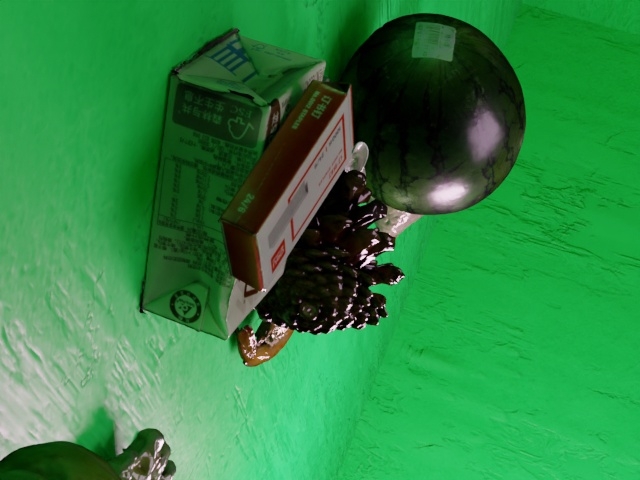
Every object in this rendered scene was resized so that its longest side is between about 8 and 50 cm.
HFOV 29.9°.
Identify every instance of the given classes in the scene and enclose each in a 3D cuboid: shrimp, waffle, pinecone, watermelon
[{"bbox_3d":[-0.092,0.119,1.930,0.150,0.068,0.248,-58,155,-20],"label":"shrimp"},{"bbox_3d":[-0.275,0.399,1.514,0.309,0.056,0.291,-55,160,-41],"label":"waffle"},{"bbox_3d":[0.003,0.000,1.780,0.246,0.246,0.292,92,1,-53],"label":"pinecone"},{"bbox_3d":[0.186,-0.207,2.050,0.363,0.363,0.363,18,90,-78],"label":"watermelon"}]

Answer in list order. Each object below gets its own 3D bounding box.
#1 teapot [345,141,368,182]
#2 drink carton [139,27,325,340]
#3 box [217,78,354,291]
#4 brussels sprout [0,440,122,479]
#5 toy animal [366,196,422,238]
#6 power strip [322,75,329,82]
[{"bbox_3d":[0.003,-0.077,1.956,0.145,0.092,0.226,0,121,-37],"label":"teapot"},{"bbox_3d":[-0.104,-0.069,1.448,0.194,0.132,0.324,-49,156,-57],"label":"drink carton"},{"bbox_3d":[-0.032,-0.065,1.345,0.229,0.050,0.123,-58,162,-29],"label":"box"},{"bbox_3d":[-0.276,0.335,1.064,0.316,0.243,0.274,-66,-168,-6],"label":"brussels sprout"},{"bbox_3d":[0.187,-0.173,2.451,0.226,0.188,0.358,-16,124,-69],"label":"toy animal"},{"bbox_3d":[-0.037,-0.180,1.743,0.215,0.061,0.145,-60,164,-46],"label":"power strip"}]
